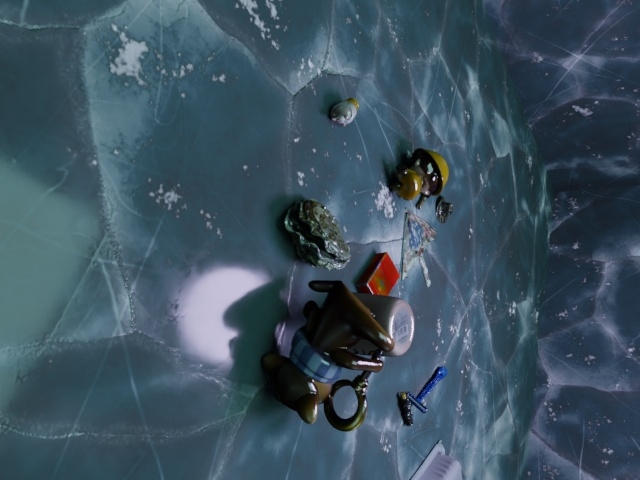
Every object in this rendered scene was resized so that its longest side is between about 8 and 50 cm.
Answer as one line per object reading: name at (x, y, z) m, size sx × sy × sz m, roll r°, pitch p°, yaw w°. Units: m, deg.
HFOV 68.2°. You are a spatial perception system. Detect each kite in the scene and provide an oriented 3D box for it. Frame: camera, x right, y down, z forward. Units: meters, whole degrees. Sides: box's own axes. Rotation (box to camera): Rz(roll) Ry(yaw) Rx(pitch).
kite at (0.395, 0.028, 1.893) m, size 0.406 × 0.014 × 0.368 m, roll -43°, pitch 121°, yaw -44°

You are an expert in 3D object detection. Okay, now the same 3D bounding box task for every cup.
cup at (0.145, 0.245, 1.415) m, size 0.253 × 0.201 × 0.191 m, roll 31°, pitch 65°, yaw -46°

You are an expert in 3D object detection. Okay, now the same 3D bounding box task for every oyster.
oyster at (0.000, 0.000, 1.334) m, size 0.267 × 0.112 × 0.198 m, roll 53°, pitch 28°, yaw -25°

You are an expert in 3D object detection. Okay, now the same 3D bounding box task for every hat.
hat at (0.549, -0.135, 2.067) m, size 0.121 × 0.050 × 0.121 m, roll -2°, pitch 93°, yaw -53°

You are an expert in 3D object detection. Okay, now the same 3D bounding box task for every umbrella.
umbrella at (0.318, 0.622, 1.748) m, size 0.040 × 0.037 × 0.143 m, roll -29°, pitch 114°, yaw -34°

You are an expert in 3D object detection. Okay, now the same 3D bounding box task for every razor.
razor at (0.431, 0.588, 1.890) m, size 0.324 × 0.093 × 0.056 m, roll -20°, pitch 144°, yaw -54°

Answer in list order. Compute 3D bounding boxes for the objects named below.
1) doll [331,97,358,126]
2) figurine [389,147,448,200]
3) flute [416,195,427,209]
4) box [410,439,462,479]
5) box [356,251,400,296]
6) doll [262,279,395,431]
doll at (0.071, -0.386, 1.462) m, size 0.127 × 0.073 × 0.084 m, roll -53°, pitch 159°, yaw -41°
figurine at (0.377, -0.236, 1.764) m, size 0.257 × 0.167 × 0.192 m, roll -41°, pitch 133°, yaw -42°
flute at (0.445, -0.201, 1.958) m, size 0.233 × 0.027 × 0.027 m, roll -53°, pitch 128°, yaw -39°
box at (0.474, 0.998, 1.875) m, size 0.337 × 0.106 × 0.264 m, roll -21°, pitch 105°, yaw -49°
box at (0.197, 0.135, 1.599) m, size 0.175 × 0.048 × 0.112 m, roll -50°, pitch 118°, yaw -42°
doll at (0.027, 0.293, 1.221) m, size 0.339 × 0.318 × 0.209 m, roll -53°, pitch 159°, yaw -6°
